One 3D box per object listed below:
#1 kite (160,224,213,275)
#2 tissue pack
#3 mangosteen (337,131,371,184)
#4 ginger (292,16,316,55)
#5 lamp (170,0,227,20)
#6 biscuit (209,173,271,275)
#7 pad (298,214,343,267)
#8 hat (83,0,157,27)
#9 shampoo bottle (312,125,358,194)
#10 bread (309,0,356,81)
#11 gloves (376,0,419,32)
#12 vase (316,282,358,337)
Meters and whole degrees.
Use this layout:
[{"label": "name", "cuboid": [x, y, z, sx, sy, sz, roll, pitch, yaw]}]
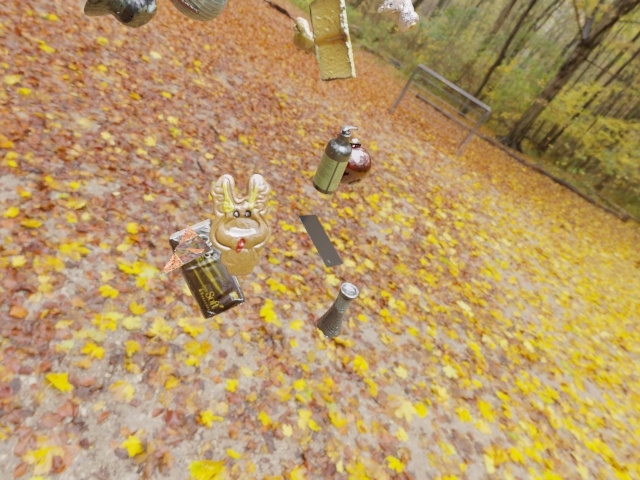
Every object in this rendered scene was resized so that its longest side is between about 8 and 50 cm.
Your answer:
[{"label": "kite", "cuboid": [-0.379, 0.025, 1.305, 0.125, 0.008, 0.222, 3, 44, 7]}, {"label": "tissue pack", "cuboid": [-0.468, 0.108, 1.792, 0.210, 0.198, 0.370, -140, -153, -74]}, {"label": "mangosteen", "cuboid": [0.132, -0.395, 2.095, 0.215, 0.215, 0.257, -7, 82, -52]}, {"label": "ginger", "cuboid": [-0.055, -0.859, 1.893, 0.205, 0.115, 0.081, 47, 13, 7]}, {"label": "lamp", "cuboid": [-0.456, -0.937, 1.581, 0.265, 0.233, 0.233, 52, 19, -23]}, {"label": "biscuit", "cuboid": [-0.229, -0.043, 1.263, 0.186, 0.295, 0.044, -5, 9, -17]}, {"label": "pad", "cuboid": [0.000, 0.000, 1.928, 0.159, 0.009, 0.265, -7, 65, -60]}, {"label": "hat", "cuboid": [-0.591, -0.743, 1.363, 0.128, 0.265, 0.265, 50, 22, -16]}, {"label": "shampoo bottle", "cuboid": [0.055, -0.307, 1.642, 0.101, 0.284, 0.101, 13, 43, -12]}, {"label": "bread", "cuboid": [0.055, -0.684, 1.489, 0.178, 0.266, 0.142, 8, 26, 36]}, {"label": "gloves", "cuboid": [0.275, -0.791, 1.497, 0.144, 0.110, 0.094, 38, 6, 2]}, {"label": "vase", "cuboid": [0.073, 0.274, 1.733, 0.115, 0.237, 0.115, 16, 36, -12]}]
